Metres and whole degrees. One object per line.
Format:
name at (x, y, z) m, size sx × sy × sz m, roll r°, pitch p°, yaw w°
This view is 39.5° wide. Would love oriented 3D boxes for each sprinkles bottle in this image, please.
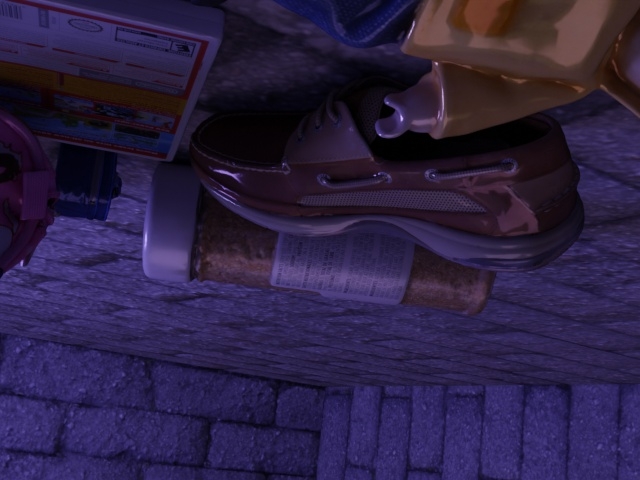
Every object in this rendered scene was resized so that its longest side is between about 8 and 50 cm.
sprinkles bottle at (0.000, 0.000, 0.926) m, size 0.355 × 0.121 × 0.121 m, roll 7°, pitch 166°, yaw -4°

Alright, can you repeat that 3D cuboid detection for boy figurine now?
boy figurine at (0.084, -0.112, 0.415) m, size 0.285 × 0.092 × 0.177 m, roll 17°, pitch 128°, yaw -15°

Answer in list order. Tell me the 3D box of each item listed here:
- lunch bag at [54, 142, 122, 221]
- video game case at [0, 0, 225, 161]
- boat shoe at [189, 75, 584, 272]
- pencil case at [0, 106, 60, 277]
lunch bag at (-0.236, -0.058, 0.908) m, size 0.065 × 0.067 × 0.098 m, roll 10°, pitch 167°, yaw -13°
video game case at (-0.198, -0.129, 0.692) m, size 0.204 × 0.025 × 0.285 m, roll 10°, pitch 166°, yaw -14°
boat shoe at (0.040, -0.072, 0.683) m, size 0.324 × 0.123 × 0.116 m, roll 10°, pitch 135°, yaw 23°
pencil case at (-0.371, -0.033, 0.814) m, size 0.386 × 0.160 × 0.167 m, roll -2°, pitch 127°, yaw 56°
